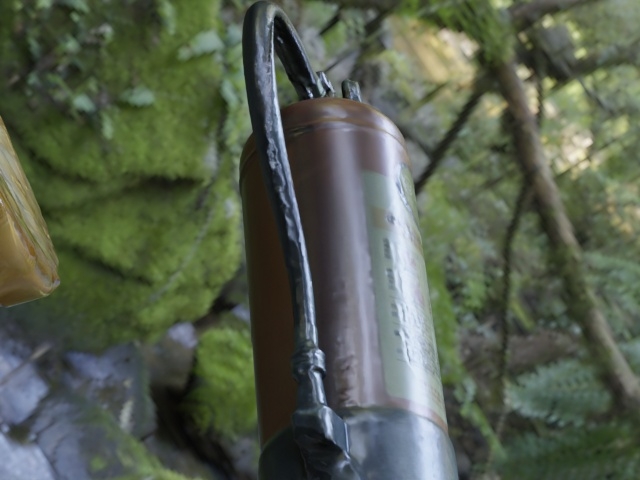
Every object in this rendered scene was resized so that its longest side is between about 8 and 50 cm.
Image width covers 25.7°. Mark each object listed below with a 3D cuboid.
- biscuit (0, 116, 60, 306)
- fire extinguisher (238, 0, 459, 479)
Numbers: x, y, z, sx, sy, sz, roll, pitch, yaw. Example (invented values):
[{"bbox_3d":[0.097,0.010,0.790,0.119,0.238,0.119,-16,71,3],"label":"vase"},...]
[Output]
[{"bbox_3d":[-0.170,-0.065,0.593,0.204,0.040,0.309,64,-7,4],"label":"biscuit"},{"bbox_3d":[0.011,0.001,0.845,0.200,0.113,0.376,95,-8,-51],"label":"fire extinguisher"}]
